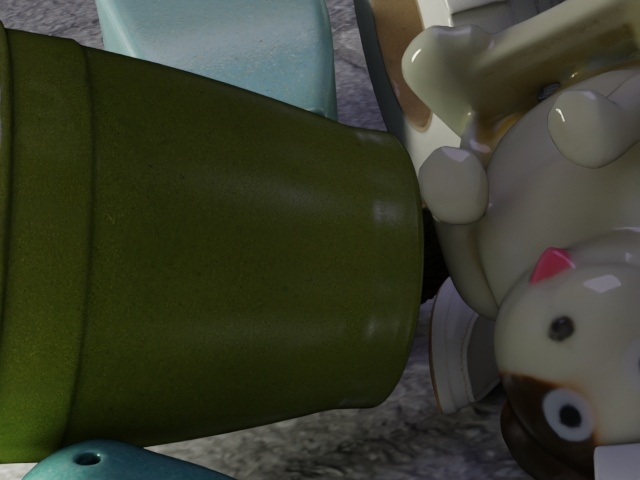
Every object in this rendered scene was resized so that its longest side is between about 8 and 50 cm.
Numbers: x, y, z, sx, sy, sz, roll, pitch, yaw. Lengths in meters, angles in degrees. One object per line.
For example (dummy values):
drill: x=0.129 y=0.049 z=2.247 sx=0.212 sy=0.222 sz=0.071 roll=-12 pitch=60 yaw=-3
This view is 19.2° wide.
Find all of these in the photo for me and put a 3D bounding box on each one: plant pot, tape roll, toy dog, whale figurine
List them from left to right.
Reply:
whale figurine: x=-0.111 y=0.215 z=1.418 sx=0.272 sy=0.141 sz=0.216 roll=-8 pitch=24 yaw=6
plant pot: x=-0.112 y=0.015 z=1.562 sx=0.353 sy=0.366 sz=0.366 roll=4 pitch=22 yaw=-14
plant pot: x=-0.091 y=-0.149 z=2.092 sx=0.248 sy=0.247 sz=0.252 roll=-14 pitch=43 yaw=-10
tape roll: x=0.117 y=-0.221 z=1.986 sx=0.072 sy=0.392 sz=0.392 roll=-14 pitch=25 yaw=-10
toy dog: x=0.233 y=0.015 z=1.559 sx=0.285 sy=0.395 sz=0.408 roll=-16 pitch=39 yaw=19

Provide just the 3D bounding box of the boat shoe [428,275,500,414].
boat shoe: x=0.168 y=0.067 z=1.693 sx=0.096 sy=0.098 sz=0.277 roll=0 pitch=25 yaw=21

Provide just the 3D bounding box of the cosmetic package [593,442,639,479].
cosmetic package: x=0.328 y=0.246 z=1.228 sx=0.284 sy=0.097 sz=0.377 roll=-8 pitch=21 yaw=11

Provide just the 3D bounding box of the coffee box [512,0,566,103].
coffee box: x=0.291 y=-0.284 z=2.119 sx=0.338 sy=0.337 sz=0.334 roll=-14 pitch=25 yaw=-10

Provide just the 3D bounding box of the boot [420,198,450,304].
boot: x=0.000 y=0.000 z=1.854 sx=0.236 sy=0.089 sz=0.269 roll=-34 pitch=29 yaw=-9
